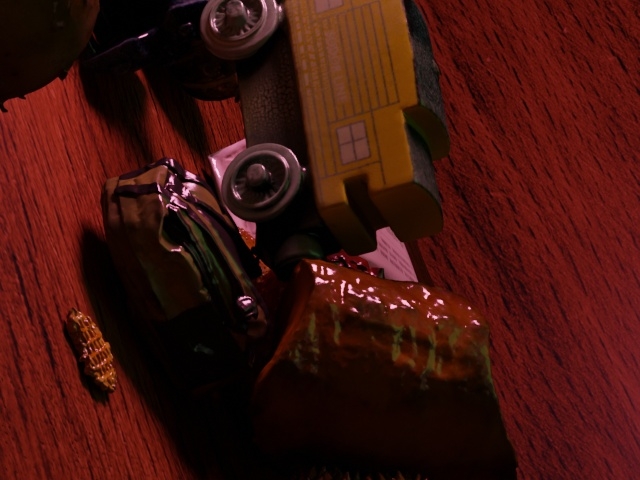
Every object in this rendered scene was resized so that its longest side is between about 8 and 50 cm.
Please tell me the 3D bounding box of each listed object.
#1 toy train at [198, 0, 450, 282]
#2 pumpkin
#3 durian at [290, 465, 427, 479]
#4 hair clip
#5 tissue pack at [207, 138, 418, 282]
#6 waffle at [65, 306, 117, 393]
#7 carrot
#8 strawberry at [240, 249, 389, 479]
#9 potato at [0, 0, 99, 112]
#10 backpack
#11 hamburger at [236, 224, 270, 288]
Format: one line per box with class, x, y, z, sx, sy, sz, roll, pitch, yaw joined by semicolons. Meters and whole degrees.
toy train;0.012;-0.162;1.861;0.179;0.272;0.442;53;24;-58
pumpkin;-0.165;-0.333;2.329;0.260;0.189;0.260;57;1;-1
durian;0.031;0.359;1.553;0.258;0.258;0.293;59;20;-26
hair clip;-0.211;-0.309;2.054;0.194;0.206;0.310;63;10;-6
tissue pack;-0.001;0.001;2.378;0.356;0.194;0.266;42;25;-61
waffle;-0.221;0.109;1.513;0.078;0.016;0.085;46;21;-58
carrot;0.075;0.160;1.711;0.340;0.241;0.241;18;29;-17
strawberry;0.006;0.160;1.921;0.288;0.250;0.238;-62;143;-27
potato;-0.337;-0.301;1.386;0.359;0.219;0.270;54;21;-33
backpack;-0.149;0.031;1.714;0.207;0.140;0.253;-102;167;-62
hamburger;-0.106;0.043;2.045;0.166;0.087;0.137;54;14;-45
